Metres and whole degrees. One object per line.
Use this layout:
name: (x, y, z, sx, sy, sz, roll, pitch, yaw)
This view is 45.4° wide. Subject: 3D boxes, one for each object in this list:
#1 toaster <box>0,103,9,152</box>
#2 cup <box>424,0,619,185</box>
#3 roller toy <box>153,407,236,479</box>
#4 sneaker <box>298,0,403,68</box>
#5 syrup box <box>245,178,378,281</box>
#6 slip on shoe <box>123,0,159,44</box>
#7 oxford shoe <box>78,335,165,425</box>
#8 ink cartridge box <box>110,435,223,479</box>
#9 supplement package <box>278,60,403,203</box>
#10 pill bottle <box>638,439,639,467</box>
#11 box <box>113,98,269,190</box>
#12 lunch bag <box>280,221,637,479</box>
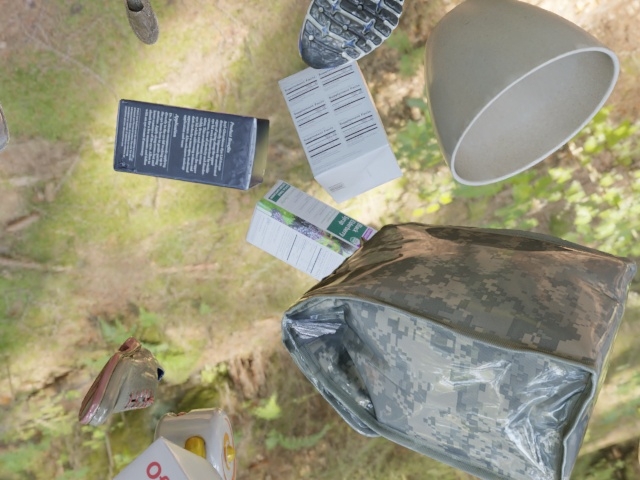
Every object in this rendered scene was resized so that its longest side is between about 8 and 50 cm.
toaster: (-0.582, -0.166, 1.173, 0.226, 0.129, 0.146, -7, -158, 6)
cup: (0.314, -0.292, 1.359, 0.331, 0.237, 0.331, -24, 154, -13)
roller toy: (-0.245, 0.435, 1.544, 0.146, 0.191, 0.209, -8, 123, 2)
sneaker: (0.063, -0.388, 1.192, 0.129, 0.330, 0.147, 37, 159, -15)
syrup box: (0.000, 0.000, 1.330, 0.093, 0.236, 0.096, -52, 167, -51)
slip on shoe: (-0.305, -0.388, 1.285, 0.051, 0.041, 0.135, 3, 131, 6)
oxford shoe: (-0.407, 0.308, 1.630, 0.123, 0.130, 0.348, -54, -174, 13)
ink cartridge box: (-0.278, 0.533, 1.117, 0.395, 0.285, 0.166, -42, 146, -6)
supplement package: (0.042, -0.208, 1.444, 0.149, 0.203, 0.194, -23, 163, 8)
pill bottle: (0.382, 0.200, 0.760, 0.121, 0.121, 0.216, -22, 147, 9)
box: (-0.191, -0.147, 1.168, 0.207, 0.108, 0.153, 8, -172, 1)
lunch bag: (0.131, 0.087, 0.747, 0.235, 0.287, 0.169, -38, 139, -54)
